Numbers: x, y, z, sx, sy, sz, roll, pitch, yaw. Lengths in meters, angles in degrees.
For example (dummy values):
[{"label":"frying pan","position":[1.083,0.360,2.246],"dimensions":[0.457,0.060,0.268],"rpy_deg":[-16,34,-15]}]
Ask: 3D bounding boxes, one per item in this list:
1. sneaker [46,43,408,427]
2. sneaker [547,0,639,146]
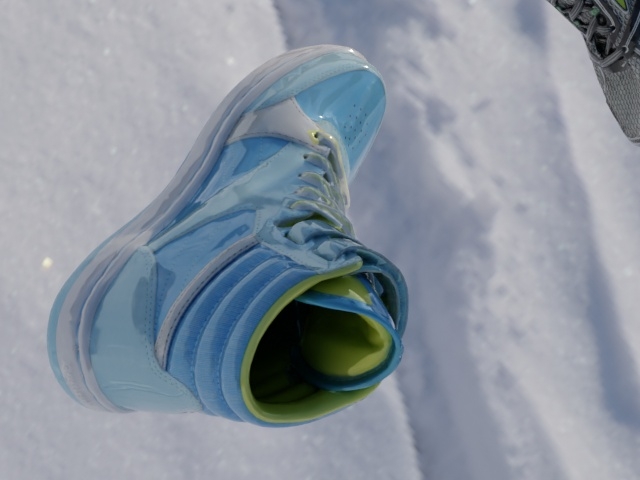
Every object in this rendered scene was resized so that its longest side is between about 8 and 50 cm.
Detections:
[{"label":"sneaker","position":[0.000,0.000,1.081],"dimensions":[0.319,0.208,0.127],"rpy_deg":[-53,133,-30]},{"label":"sneaker","position":[0.233,-0.237,1.563],"dimensions":[0.146,0.134,0.344],"rpy_deg":[-23,88,-30]}]
